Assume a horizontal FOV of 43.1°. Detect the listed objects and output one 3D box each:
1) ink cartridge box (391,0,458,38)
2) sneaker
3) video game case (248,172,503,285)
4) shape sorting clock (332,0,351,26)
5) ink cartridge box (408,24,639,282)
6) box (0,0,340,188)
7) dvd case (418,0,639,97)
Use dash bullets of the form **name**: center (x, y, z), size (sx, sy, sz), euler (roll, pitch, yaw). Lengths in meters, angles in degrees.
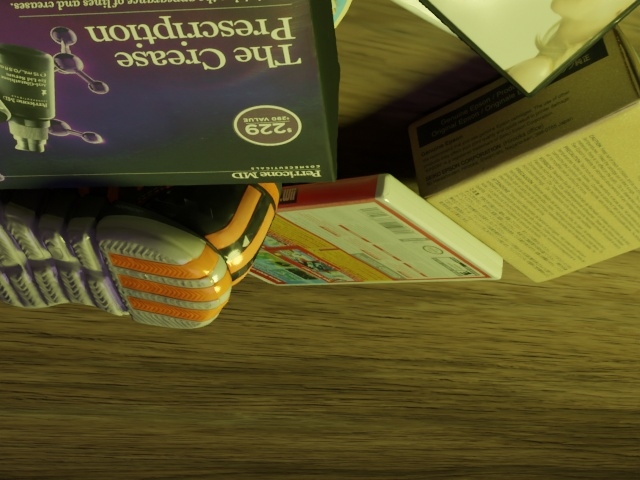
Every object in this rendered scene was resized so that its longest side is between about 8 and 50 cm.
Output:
- **ink cartridge box**: center (0.144, -0.222, 0.479), size (0.189, 0.066, 0.232), euler (17, 122, -36)
- **sneaker**: center (-0.176, -0.041, 0.635), size (0.321, 0.180, 0.124), euler (13, 137, 19)
- **video game case**: center (0.000, 0.000, 0.773), size (0.285, 0.025, 0.204), euler (-4, 157, 39)
- **shape sorting clock**: center (-0.078, -0.166, 0.532), size (0.206, 0.040, 0.206), euler (-4, 151, -2)
- **ink cartridge box**: center (0.222, -0.062, 0.722), size (0.193, 0.088, 0.235), euler (-25, 145, 29)
- **box**: center (-0.125, -0.118, 0.477), size (0.261, 0.103, 0.184), euler (-1, 154, 6)
- **dvd case**: center (0.167, -0.205, 0.445), size (0.253, 0.022, 0.180), euler (-42, 137, 22)
